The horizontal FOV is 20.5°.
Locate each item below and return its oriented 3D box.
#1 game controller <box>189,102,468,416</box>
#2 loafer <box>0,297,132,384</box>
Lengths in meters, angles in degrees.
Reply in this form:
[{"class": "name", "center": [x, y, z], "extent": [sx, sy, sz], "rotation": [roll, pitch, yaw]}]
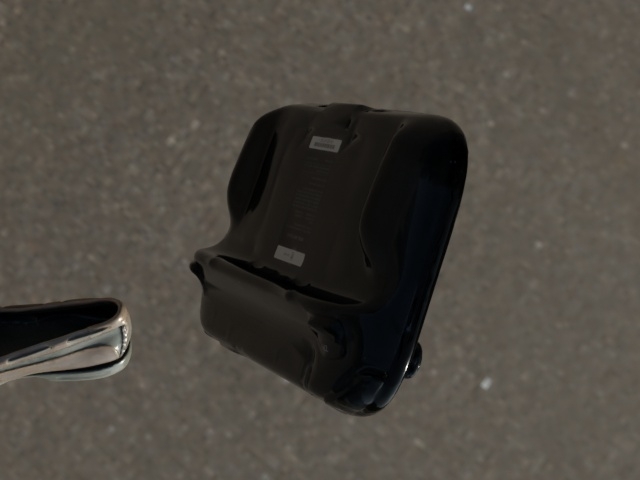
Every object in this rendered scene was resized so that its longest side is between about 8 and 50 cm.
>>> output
[{"class": "game controller", "center": [0.000, 0.000, 1.041], "extent": [0.067, 0.319, 0.166], "rotation": [27, 87, -20]}, {"class": "loafer", "center": [-0.149, 0.045, 0.819], "extent": [0.125, 0.045, 0.039], "rotation": [-6, 144, -14]}]
